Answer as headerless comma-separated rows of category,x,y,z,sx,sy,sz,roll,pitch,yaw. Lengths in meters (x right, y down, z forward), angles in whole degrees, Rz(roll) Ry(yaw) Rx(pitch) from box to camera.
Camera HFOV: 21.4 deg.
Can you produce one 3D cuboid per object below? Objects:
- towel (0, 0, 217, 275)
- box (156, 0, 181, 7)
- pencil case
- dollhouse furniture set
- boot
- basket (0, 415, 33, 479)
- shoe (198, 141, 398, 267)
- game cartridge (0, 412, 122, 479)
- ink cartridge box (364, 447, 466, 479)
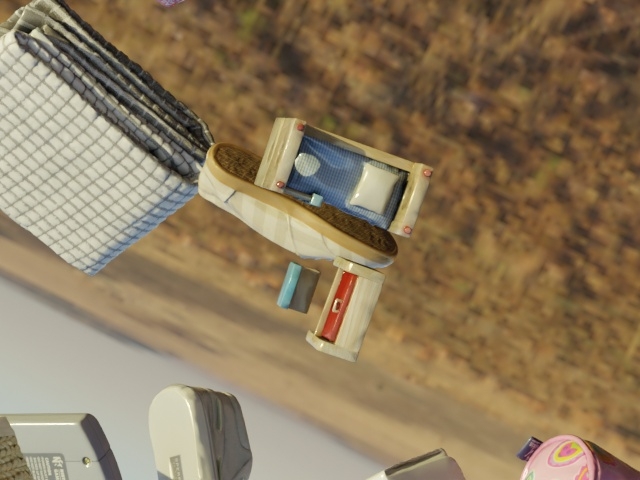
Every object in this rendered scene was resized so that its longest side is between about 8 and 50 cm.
towel,-0.285,-0.119,1.884,0.283,0.121,0.235,41,133,-18
box,-0.176,-0.337,1.376,0.142,0.154,0.300,-23,146,33
pencil case,0.310,0.296,1.654,0.284,0.124,0.124,32,172,-27
dollhouse furniture set,0.000,0.000,1.478,0.129,0.184,0.129,19,-179,-9
boot,-0.120,0.291,1.912,0.095,0.258,0.123,-12,167,35
basket,-0.368,0.255,1.742,0.103,0.113,0.167,60,-176,5
shoe,-0.024,-0.026,1.717,0.219,0.058,0.076,28,-146,-4
game cartridge,-0.372,0.386,2.421,0.198,0.297,0.062,-3,-162,15
ink cartridge box,0.028,0.353,1.609,0.121,0.289,0.211,-8,-112,-56
